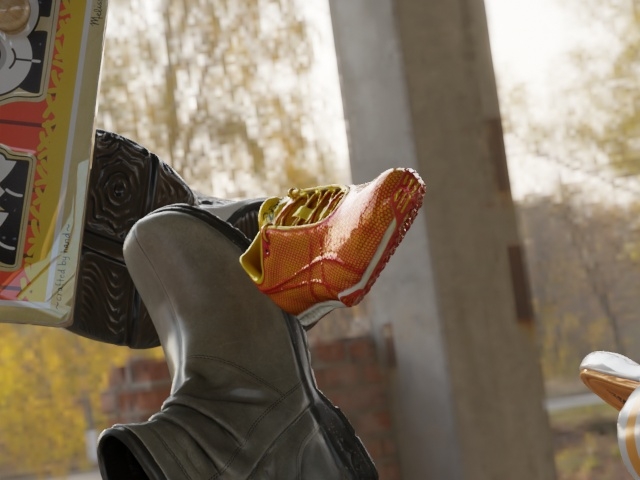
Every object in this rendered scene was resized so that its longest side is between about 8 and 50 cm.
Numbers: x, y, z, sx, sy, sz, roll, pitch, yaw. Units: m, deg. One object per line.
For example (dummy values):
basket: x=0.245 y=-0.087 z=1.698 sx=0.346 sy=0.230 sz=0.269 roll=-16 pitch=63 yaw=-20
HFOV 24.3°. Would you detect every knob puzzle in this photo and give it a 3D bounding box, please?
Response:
knob puzzle: x=-0.193 y=-0.058 z=0.629 sx=0.213 sy=0.213 sz=0.030 roll=-7 pitch=-11 yaw=-4

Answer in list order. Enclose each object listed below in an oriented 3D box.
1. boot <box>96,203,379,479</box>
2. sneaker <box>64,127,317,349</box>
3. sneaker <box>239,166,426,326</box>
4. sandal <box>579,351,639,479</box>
boot: x=-0.071 y=0.093 z=0.864 sx=0.083 sy=0.246 sz=0.161 roll=-39 pitch=-12 yaw=33
sneaker: x=-0.213 y=0.009 z=1.318 sx=0.257 sy=0.169 sz=0.447 roll=1 pitch=-8 yaw=36
sneaker: x=0.000 y=0.000 z=0.777 sx=0.064 sy=0.067 sz=0.175 roll=-56 pitch=9 yaw=-28
sandal: x=0.232 y=0.133 z=0.965 sx=0.102 sy=0.076 sz=0.265 roll=37 pitch=-8 yaw=-12
